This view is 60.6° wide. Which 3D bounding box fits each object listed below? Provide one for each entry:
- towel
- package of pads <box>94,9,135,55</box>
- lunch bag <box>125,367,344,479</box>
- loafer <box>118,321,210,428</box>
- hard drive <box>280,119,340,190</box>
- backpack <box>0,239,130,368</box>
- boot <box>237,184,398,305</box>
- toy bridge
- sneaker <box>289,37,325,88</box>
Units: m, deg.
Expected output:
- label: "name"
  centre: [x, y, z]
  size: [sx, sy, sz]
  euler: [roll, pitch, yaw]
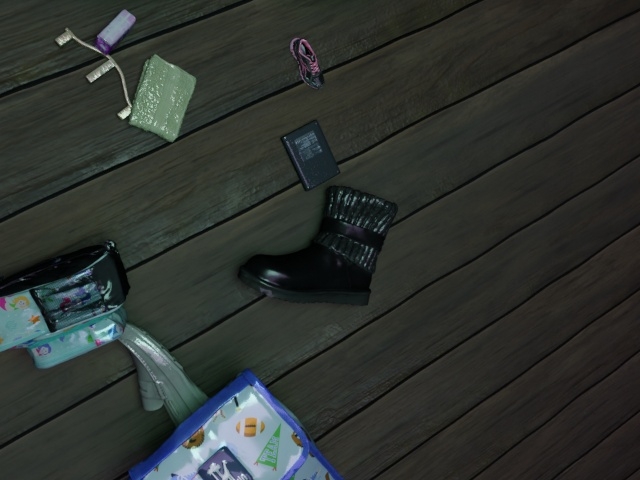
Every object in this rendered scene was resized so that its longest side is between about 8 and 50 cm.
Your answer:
- label: "towel"
  centre: [-0.315, -0.283, 1.096]
  size: [0.110, 0.027, 0.148]
  euler: [21, 86, -35]
- label: "package of pads"
  centre: [-0.388, -0.394, 1.038]
  size: [0.032, 0.050, 0.083]
  euler: [39, 64, -18]
- label: "lunch bag"
  centre: [-0.171, 0.475, 1.119]
  size: [0.328, 0.239, 0.385]
  euler: [-41, 132, -15]
- label: "loafer"
  centre: [-0.331, 0.306, 1.148]
  size: [0.111, 0.112, 0.319]
  euler: [-41, 111, -21]
- label: "hard drive"
  centre: [-0.021, -0.192, 1.246]
  size: [0.094, 0.022, 0.135]
  euler: [-31, 108, -16]
- label: "backpack"
  centre: [-0.481, 0.120, 0.999]
  size: [0.253, 0.225, 0.191]
  euler: [-16, 99, -15]
- label: "boot"
  centre: [-0.001, -0.001, 1.221]
  size: [0.347, 0.131, 0.260]
  euler: [8, 102, -34]
- label: "toy bridge"
  centre: [-0.424, -0.327, 1.059]
  size: [0.063, 0.026, 0.188]
  euler: [-42, 111, -14]
- label: "sneaker"
  centre: [-0.023, -0.388, 1.197]
  size: [0.047, 0.057, 0.119]
  euler: [-38, 111, -15]
